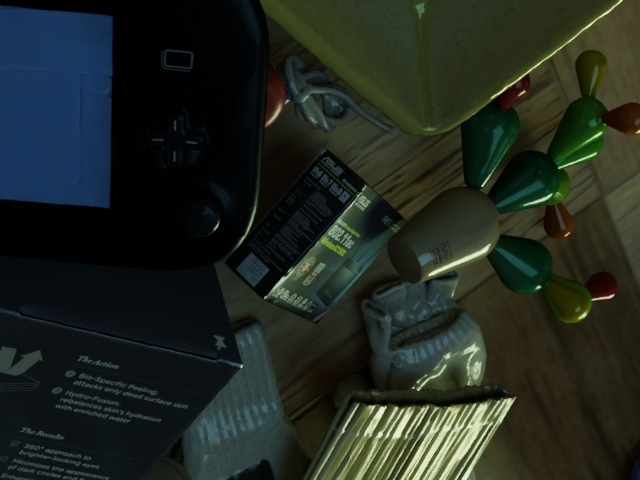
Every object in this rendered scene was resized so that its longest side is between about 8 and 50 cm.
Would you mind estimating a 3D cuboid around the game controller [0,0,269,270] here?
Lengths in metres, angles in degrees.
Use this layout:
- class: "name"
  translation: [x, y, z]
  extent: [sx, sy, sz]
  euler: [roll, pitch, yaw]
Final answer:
- class: "game controller"
  translation: [-0.185, -0.073, 0.710]
  extent: [0.319, 0.067, 0.166]
  euler: [5, 125, 0]

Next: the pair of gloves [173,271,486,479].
- class: "pair of gloves"
  translation: [0.012, 0.132, 1.021]
  extent: [0.240, 0.042, 0.204]
  euler: [-15, 121, -22]

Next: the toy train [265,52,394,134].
- class: "toy train"
  translation: [-0.083, -0.064, 0.836]
  extent: [0.248, 0.105, 0.143]
  euler: [30, 110, -38]

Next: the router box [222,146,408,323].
- class: "router box"
  translation: [0.000, 0.000, 0.909]
  extent: [0.092, 0.038, 0.122]
  euler: [-49, 162, 3]

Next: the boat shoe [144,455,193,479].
- class: "boat shoe"
  translation: [-0.228, 0.210, 0.890]
  extent: [0.335, 0.112, 0.096]
  euler: [-6, 114, -29]

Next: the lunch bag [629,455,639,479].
- class: "lunch bag"
  translation: [0.405, 0.226, 1.242]
  extent: [0.303, 0.115, 0.243]
  euler: [-18, 120, -18]

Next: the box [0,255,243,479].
- class: "box"
  translation: [-0.156, 0.070, 0.836]
  extent: [0.156, 0.093, 0.158]
  euler: [17, 128, -34]

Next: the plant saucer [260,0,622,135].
- class: "plant saucer"
  translation: [0.077, -0.252, 0.779]
  extent: [0.332, 0.081, 0.333]
  euler: [-36, 130, 21]

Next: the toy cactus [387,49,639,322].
- class: "toy cactus"
  translation: [0.128, -0.022, 0.950]
  extent: [0.180, 0.112, 0.219]
  euler: [-31, 128, -27]

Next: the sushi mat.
- class: "sushi mat"
  translation: [0.014, 0.229, 1.049]
  extent: [0.151, 0.019, 0.317]
  euler: [4, 123, -40]
